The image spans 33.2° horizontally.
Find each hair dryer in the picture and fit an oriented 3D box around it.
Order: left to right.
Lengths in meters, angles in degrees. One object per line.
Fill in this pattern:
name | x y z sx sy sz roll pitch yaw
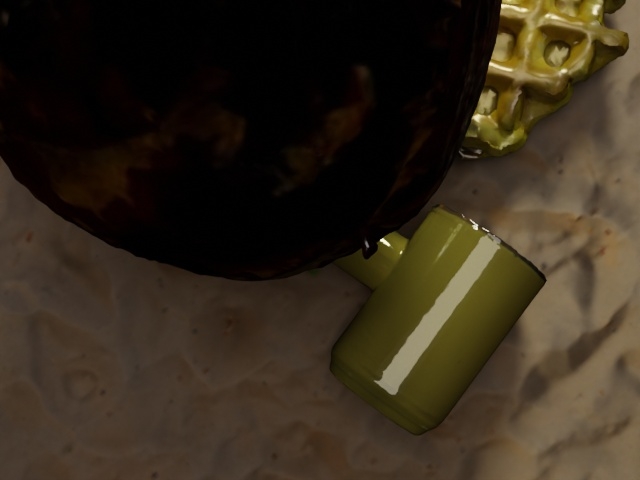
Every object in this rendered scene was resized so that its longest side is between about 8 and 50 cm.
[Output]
hair dryer | 0.000 0.000 0.733 0.278 0.090 0.135 36 90 13

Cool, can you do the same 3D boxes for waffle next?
waffle | 0.077 -0.178 0.755 0.291 0.051 0.291 -1 82 5

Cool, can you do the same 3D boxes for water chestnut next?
water chestnut | -0.025 -0.147 0.614 0.335 0.347 0.335 15 114 38
